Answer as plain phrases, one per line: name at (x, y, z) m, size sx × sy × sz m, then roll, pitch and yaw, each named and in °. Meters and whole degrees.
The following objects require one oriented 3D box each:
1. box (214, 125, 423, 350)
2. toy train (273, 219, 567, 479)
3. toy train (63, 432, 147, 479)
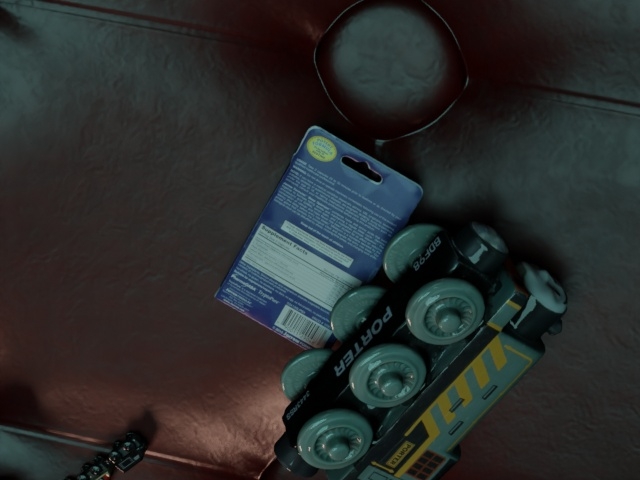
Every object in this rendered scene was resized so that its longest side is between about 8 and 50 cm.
box at (0.000, 0.000, 1.454) m, size 0.136 × 0.036 × 0.225 m, roll 30°, pitch 115°, yaw 0°
toy train at (0.100, 0.129, 1.423) m, size 0.190 × 0.142 × 0.334 m, roll 28°, pitch 112°, yaw -29°
toy train at (-0.258, 0.273, 1.621) m, size 0.158 × 0.027 × 0.036 m, roll -37°, pitch 110°, yaw 21°
